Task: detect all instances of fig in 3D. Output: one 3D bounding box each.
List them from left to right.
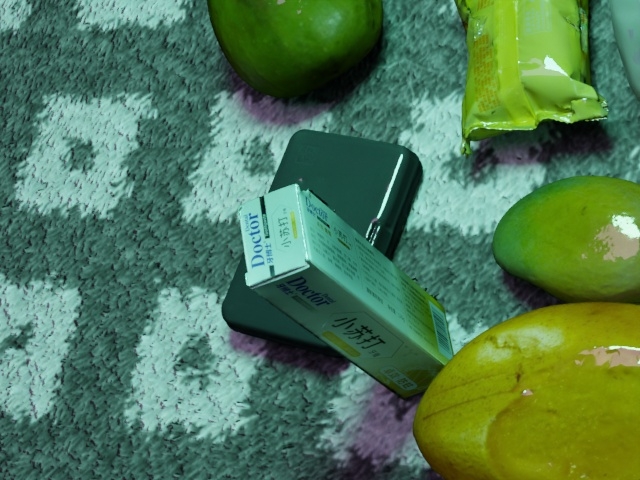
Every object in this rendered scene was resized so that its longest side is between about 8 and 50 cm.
[{"bbox_3d":[-0.035,-0.256,1.721,0.181,0.191,0.181,-41,19,17],"label":"fig"}]

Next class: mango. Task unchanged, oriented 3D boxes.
[{"bbox_3d":[0.200,0.146,1.411,0.257,0.138,0.187,1,85,34],"label":"mango"},{"bbox_3d":[0.247,0.002,1.486,0.194,0.092,0.130,-4,66,38],"label":"mango"}]

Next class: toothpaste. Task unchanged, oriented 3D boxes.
[{"bbox_3d":[0.033,0.052,1.437,0.071,0.313,0.089,-20,59,20],"label":"toothpaste"}]

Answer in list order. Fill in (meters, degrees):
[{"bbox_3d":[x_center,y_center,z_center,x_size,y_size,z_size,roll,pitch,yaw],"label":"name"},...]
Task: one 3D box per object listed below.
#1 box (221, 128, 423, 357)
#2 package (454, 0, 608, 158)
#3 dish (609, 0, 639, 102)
[{"bbox_3d":[0.000,0.000,1.645,0.160,0.050,0.230,12,72,34],"label":"box"},{"bbox_3d":[0.205,-0.192,1.601,0.168,0.090,0.226,-12,58,27],"label":"package"},{"bbox_3d":[0.369,-0.197,1.414,0.256,0.117,0.256,8,113,19],"label":"dish"}]
